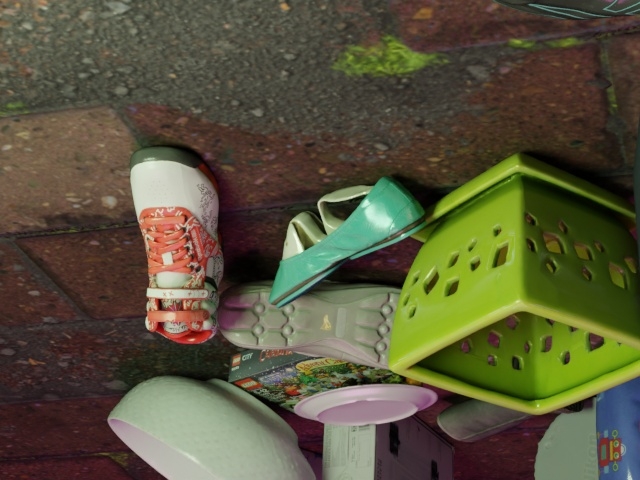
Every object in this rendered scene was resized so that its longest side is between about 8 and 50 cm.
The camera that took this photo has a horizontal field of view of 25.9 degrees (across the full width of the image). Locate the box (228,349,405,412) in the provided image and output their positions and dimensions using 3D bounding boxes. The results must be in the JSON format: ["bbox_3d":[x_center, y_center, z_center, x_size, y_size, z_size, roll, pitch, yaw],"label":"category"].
[{"bbox_3d":[0.009,0.180,1.954,0.233,0.044,0.159,-21,144,36],"label":"box"}]

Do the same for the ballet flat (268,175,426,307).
[{"bbox_3d":[0.015,-0.006,1.583,0.247,0.087,0.083,-31,180,40],"label":"ballet flat"}]

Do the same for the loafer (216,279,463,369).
[{"bbox_3d":[0.025,0.098,1.760,0.319,0.112,0.111,9,-173,-13],"label":"loafer"}]

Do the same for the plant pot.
[{"bbox_3d":[0.226,0.044,1.513,0.228,0.207,0.227,20,146,-28],"label":"plant pot"}]

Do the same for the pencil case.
[{"bbox_3d":[0.435,0.290,1.862,0.133,0.306,0.119,9,162,-25],"label":"pencil case"}]

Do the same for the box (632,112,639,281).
[{"bbox_3d":[0.468,0.030,1.324,0.313,0.343,0.179,-1,152,8],"label":"box"}]

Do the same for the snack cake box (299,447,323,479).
[{"bbox_3d":[-0.098,0.434,2.388,0.152,0.089,0.264,24,145,-31],"label":"snack cake box"}]

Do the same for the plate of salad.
[{"bbox_3d":[0.062,0.217,1.920,0.200,0.048,0.200,-4,160,-2],"label":"plate of salad"}]

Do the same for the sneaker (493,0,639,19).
[{"bbox_3d":[0.246,-0.233,1.147,0.267,0.101,0.106,3,174,-1],"label":"sneaker"}]

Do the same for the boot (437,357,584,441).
[{"bbox_3d":[0.251,0.232,2.016,0.208,0.076,0.190,-16,145,43],"label":"boot"}]

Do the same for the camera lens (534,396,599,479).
[{"bbox_3d":[0.478,0.367,2.071,0.219,0.219,0.274,-21,143,37],"label":"camera lens"}]

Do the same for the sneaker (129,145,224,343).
[{"bbox_3d":[-0.159,0.017,1.564,0.090,0.145,0.270,0,151,5],"label":"sneaker"}]

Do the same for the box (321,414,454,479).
[{"bbox_3d":[0.110,0.352,2.134,0.087,0.169,0.290,-13,149,26],"label":"box"}]

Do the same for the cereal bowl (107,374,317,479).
[{"bbox_3d":[-0.136,0.305,2.037,0.339,0.141,0.339,31,160,12],"label":"cereal bowl"}]
